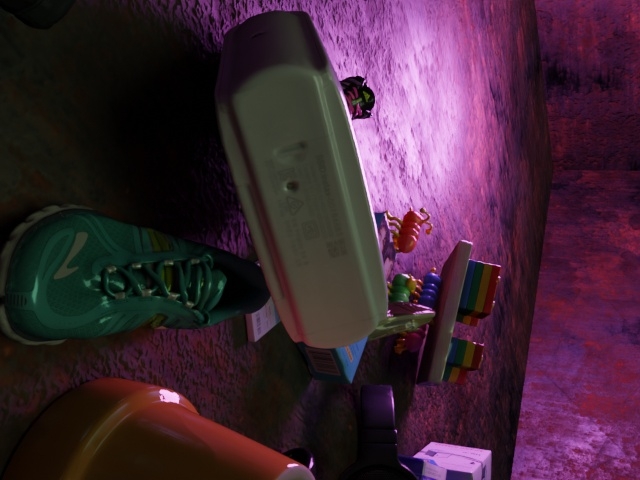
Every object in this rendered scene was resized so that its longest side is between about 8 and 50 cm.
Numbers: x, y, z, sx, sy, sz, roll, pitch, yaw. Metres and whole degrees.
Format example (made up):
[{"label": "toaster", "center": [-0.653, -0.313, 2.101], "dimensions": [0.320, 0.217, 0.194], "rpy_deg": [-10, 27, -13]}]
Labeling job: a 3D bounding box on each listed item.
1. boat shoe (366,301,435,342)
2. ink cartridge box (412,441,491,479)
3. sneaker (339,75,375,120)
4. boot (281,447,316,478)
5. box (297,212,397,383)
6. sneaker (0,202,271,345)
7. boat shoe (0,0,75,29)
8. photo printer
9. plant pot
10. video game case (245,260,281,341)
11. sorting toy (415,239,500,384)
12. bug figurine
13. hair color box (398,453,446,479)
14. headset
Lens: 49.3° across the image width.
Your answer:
[{"label": "boat shoe", "center": [0.115, 0.133, 1.116], "dimensions": [0.152, 0.056, 0.048], "rpy_deg": [-7, 109, -31]}, {"label": "ink cartridge box", "center": [0.267, 0.484, 1.440], "dimensions": [0.190, 0.139, 0.082], "rpy_deg": [3, 88, -66]}, {"label": "sneaker", "center": [0.032, -0.176, 0.888], "dimensions": [0.170, 0.074, 0.063], "rpy_deg": [-74, 150, -70]}, {"label": "boot", "center": [-0.054, 0.365, 0.810], "dimensions": [0.244, 0.088, 0.176], "rpy_deg": [-58, 143, -59]}, {"label": "box", "center": [0.043, 0.077, 1.006], "dimensions": [0.101, 0.060, 0.244], "rpy_deg": [69, 34, -42]}, {"label": "sneaker", "center": [-0.135, 0.029, 0.559], "dimensions": [0.275, 0.109, 0.107], "rpy_deg": [4, 89, -64]}, {"label": "boat shoe", "center": [-0.146, -0.292, 0.482], "dimensions": [0.113, 0.127, 0.340], "rpy_deg": [54, 47, -55]}, {"label": "photo printer", "center": [-0.021, -0.082, 0.682], "dimensions": [0.308, 0.107, 0.256], "rpy_deg": [-101, 176, -63]}, {"label": "plant pot", "center": [-0.109, 0.222, 0.544], "dimensions": [0.205, 0.187, 0.205], "rpy_deg": [3, 90, -65]}, {"label": "video game case", "center": [-0.058, 0.059, 0.845], "dimensions": [0.122, 0.011, 0.087], "rpy_deg": [-34, 123, -59]}, {"label": "sorting toy", "center": [0.263, 0.157, 1.330], "dimensions": [0.255, 0.089, 0.257], "rpy_deg": [78, 26, -77]}, {"label": "bug figurine", "center": [0.167, 0.082, 1.261], "dimensions": [0.279, 0.072, 0.216], "rpy_deg": [63, 38, -48]}, {"label": "hair color box", "center": [0.128, 0.546, 1.192], "dimensions": [0.185, 0.110, 0.339], "rpy_deg": [45, 55, -59]}, {"label": "headset", "center": [0.108, 0.400, 0.993], "dimensions": [0.243, 0.185, 0.394], "rpy_deg": [86, 6, -54]}]
